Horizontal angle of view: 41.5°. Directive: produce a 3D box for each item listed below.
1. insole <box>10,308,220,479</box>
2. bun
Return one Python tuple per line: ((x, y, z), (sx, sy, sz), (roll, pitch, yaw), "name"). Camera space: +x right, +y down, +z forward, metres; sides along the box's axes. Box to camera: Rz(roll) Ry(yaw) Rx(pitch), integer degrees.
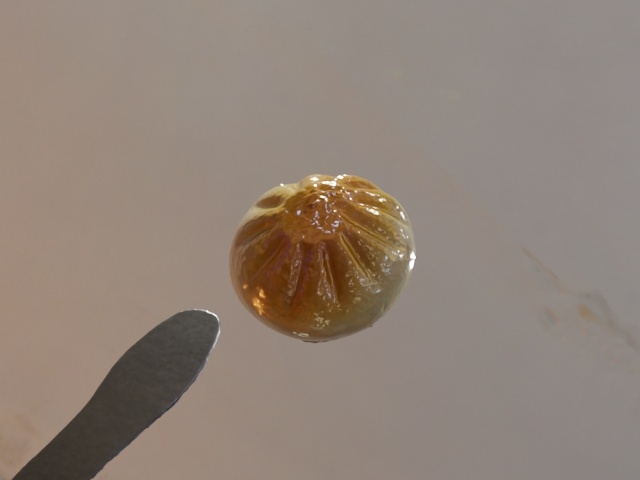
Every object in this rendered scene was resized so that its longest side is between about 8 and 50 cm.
((-0.219, 0.183, 0.926), (0.111, 0.328, 0.007), (13, -47, 32), "insole")
((0.000, 0.000, 1.298), (0.298, 0.299, 0.165), (-15, -39, -4), "bun")
